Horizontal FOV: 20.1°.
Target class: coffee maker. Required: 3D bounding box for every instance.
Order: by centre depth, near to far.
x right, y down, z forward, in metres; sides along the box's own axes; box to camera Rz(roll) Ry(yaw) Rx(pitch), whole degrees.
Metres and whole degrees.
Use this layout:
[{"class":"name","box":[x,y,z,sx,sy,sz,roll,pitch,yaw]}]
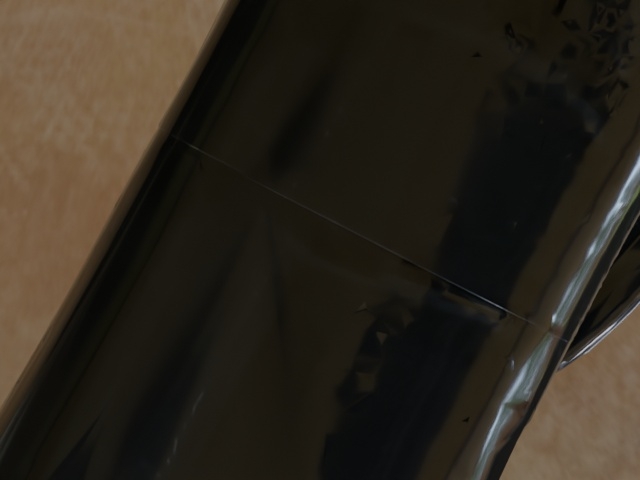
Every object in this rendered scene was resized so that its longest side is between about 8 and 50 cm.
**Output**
[{"class":"coffee maker","box":[0.000,0.000,0.379,0.120,0.171,0.178,27,91,19]}]
